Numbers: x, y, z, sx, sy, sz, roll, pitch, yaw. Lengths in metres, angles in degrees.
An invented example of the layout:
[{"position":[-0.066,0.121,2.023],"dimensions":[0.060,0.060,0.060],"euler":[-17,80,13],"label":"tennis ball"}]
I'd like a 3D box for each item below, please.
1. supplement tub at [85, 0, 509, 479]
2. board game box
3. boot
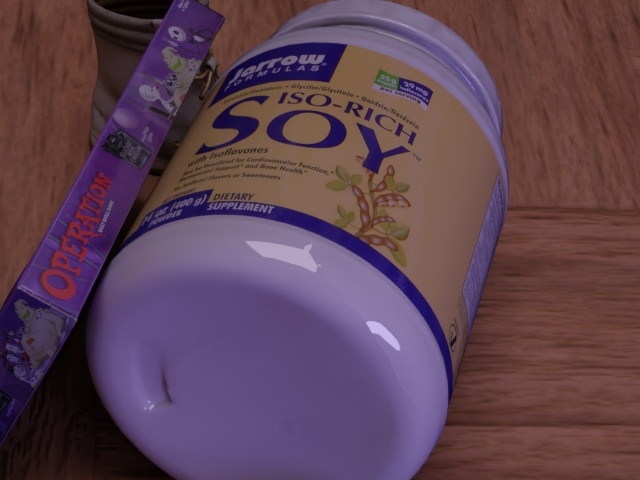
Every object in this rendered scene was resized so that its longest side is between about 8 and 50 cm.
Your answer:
[{"position":[0.000,0.000,1.099],"dimensions":[0.241,0.241,0.331],"euler":[13,41,8],"label":"supplement tub"},{"position":[-0.170,-0.008,1.111],"dimensions":[0.056,0.208,0.347],"euler":[32,39,-11],"label":"board game box"},{"position":[-0.090,-0.128,1.293],"dimensions":[0.213,0.165,0.077],"euler":[10,41,7],"label":"boot"}]
